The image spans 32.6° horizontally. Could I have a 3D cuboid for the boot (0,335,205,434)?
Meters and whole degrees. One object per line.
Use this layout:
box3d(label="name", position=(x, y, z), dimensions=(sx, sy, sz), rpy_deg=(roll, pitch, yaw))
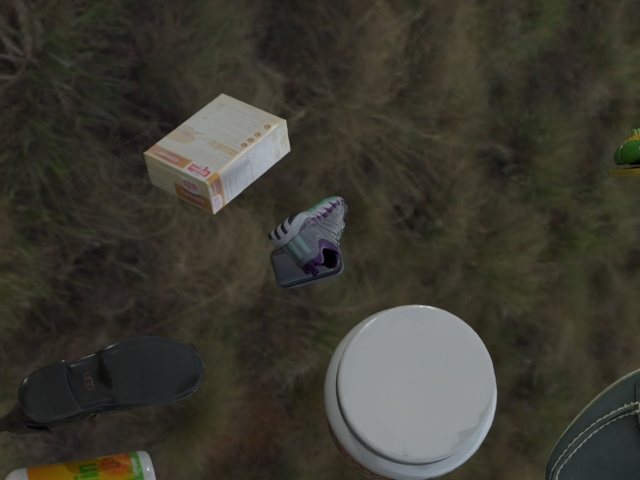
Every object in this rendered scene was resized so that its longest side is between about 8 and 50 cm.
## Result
box3d(label="boot", position=(-0.301, 0.204, 1.474), dimensions=(0.263, 0.229, 0.091), rpy_deg=(-7, 75, -19))

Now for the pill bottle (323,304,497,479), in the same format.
box3d(label="pill bottle", position=(0.116, 0.213, 1.473), dimensions=(0.392, 0.224, 0.224), rpy_deg=(86, 24, -76))

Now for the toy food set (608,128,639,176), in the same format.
box3d(label="toy food set", position=(0.471, -0.128, 1.484), dimensions=(0.218, 0.128, 0.071), rpy_deg=(-164, -113, -81))

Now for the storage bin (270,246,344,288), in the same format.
box3d(label="storage bin", position=(-0.031, 0.035, 2.062), dimensions=(0.091, 0.135, 0.098), rpy_deg=(-19, 94, -85))

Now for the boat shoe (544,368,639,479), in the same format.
box3d(label="boat shoe", position=(0.316, 0.150, 0.910), dimensions=(0.116, 0.319, 0.099), rpy_deg=(62, 25, 11))

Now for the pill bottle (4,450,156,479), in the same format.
box3d(label="pill bottle", position=(-0.343, 0.363, 1.449), dimensions=(0.246, 0.136, 0.136), rpy_deg=(-6, 110, -18))

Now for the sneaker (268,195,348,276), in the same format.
box3d(label="sneaker", position=(0.000, 0.000, 1.670), dimensions=(0.098, 0.083, 0.224), rpy_deg=(53, 27, 4))

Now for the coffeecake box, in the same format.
box3d(label="coffeecake box", position=(-0.163, -0.141, 1.740), dimensions=(0.185, 0.142, 0.068), rpy_deg=(-42, 143, -31))
